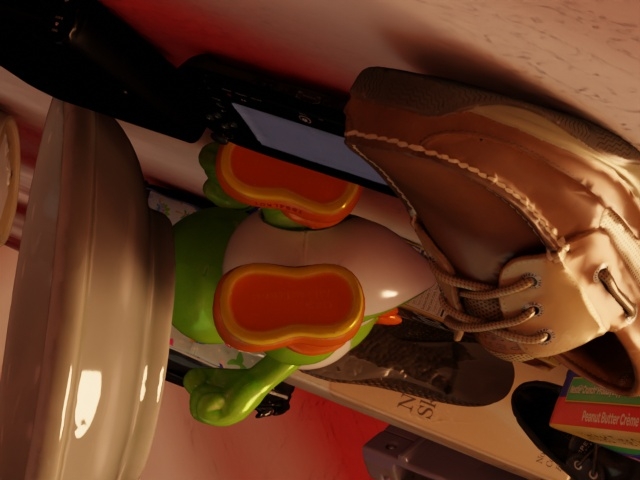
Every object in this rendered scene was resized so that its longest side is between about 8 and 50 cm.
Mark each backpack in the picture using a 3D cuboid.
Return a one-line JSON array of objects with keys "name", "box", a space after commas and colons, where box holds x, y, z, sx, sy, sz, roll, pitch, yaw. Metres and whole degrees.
[{"name": "backpack", "box": [-0.147, 0.086, 2.271, 0.254, 0.191, 0.225, 15, 172, -11]}, {"name": "backpack", "box": [-0.134, -0.001, 1.990, 0.114, 0.084, 0.105, 18, 175, 10]}]

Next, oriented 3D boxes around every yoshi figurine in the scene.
[{"name": "yoshi figurine", "box": [-0.054, 0.025, 1.484, 0.203, 0.203, 0.362, 49, 173, 8]}]

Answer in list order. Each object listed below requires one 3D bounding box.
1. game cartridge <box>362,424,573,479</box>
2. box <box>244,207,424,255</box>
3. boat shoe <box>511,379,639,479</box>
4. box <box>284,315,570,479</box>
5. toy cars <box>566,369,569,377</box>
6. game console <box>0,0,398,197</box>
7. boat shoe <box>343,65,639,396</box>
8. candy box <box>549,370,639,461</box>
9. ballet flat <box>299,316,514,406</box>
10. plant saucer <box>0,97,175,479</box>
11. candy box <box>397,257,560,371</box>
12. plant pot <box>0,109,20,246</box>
[{"name": "game cartridge", "box": [0.246, 0.221, 2.084, 0.355, 0.230, 0.068, 15, 133, 43]}, {"name": "box", "box": [0.000, 0.000, 1.688, 0.169, 0.054, 0.059, 22, 174, -13]}, {"name": "boat shoe", "box": [0.238, 0.178, 1.682, 0.076, 0.080, 0.228, 34, -175, -33]}, {"name": "box", "box": [0.112, 0.121, 1.931, 0.311, 0.148, 0.121, 21, 173, -5]}, {"name": "toy cars", "box": [0.332, 0.151, 1.742, 0.176, 0.087, 0.394, 31, 176, 36]}, {"name": "game console", "box": [-0.069, -0.090, 1.214, 0.361, 0.044, 0.213, 18, 173, 23]}, {"name": "boat shoe", "box": [0.121, 0.008, 1.054, 0.123, 0.119, 0.324, 16, 172, 41]}, {"name": "candy box", "box": [0.359, 0.142, 1.391, 0.317, 0.122, 0.268, 24, 174, -9]}, {"name": "ballet flat", "box": [0.050, 0.091, 1.718, 0.250, 0.084, 0.058, 15, 175, -14]}, {"name": "plant saucer", "box": [-0.178, 0.078, 1.492, 0.101, 0.400, 0.400, 8, 176, -12]}, {"name": "candy box", "box": [0.134, 0.062, 1.784, 0.187, 0.053, 0.109, 22, 174, 4]}, {"name": "plant pot", "box": [-0.432, -0.066, 1.862, 0.274, 0.256, 0.256, 5, 172, 3]}]
